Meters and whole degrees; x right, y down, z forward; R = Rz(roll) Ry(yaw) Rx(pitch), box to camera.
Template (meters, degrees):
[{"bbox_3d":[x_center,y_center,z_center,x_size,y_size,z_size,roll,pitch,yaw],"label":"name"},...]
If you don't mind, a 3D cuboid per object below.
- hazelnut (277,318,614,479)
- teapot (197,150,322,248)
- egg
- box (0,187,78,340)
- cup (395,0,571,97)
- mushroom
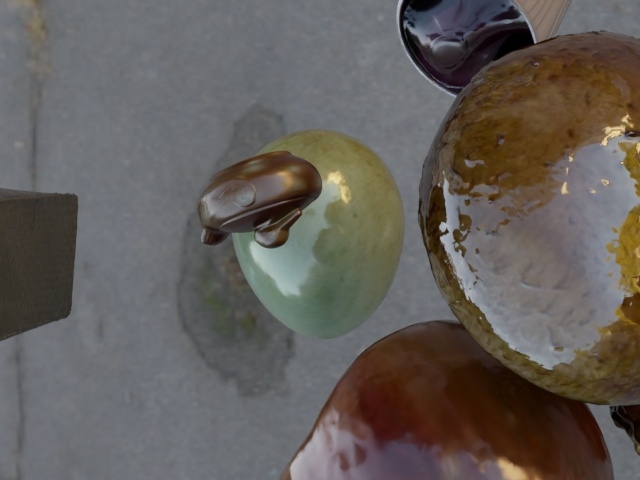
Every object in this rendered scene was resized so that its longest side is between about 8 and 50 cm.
[{"bbox_3d":[0.126,0.261,1.265,0.372,0.315,0.372,13,104,62],"label":"hazelnut"},{"bbox_3d":[-0.055,-0.028,1.184,0.129,0.098,0.078,-21,81,33],"label":"teapot"},{"bbox_3d":[0.000,0.000,1.685,0.218,0.218,0.295,33,140,46],"label":"egg"},{"bbox_3d":[-0.436,0.022,1.734,0.143,0.273,0.184,7,97,11],"label":"box"},{"bbox_3d":[0.231,-0.378,1.853,0.208,0.273,0.288,-10,127,43],"label":"cup"},{"bbox_3d":[0.245,-0.013,1.188,0.356,0.334,0.331,117,173,-79],"label":"mushroom"}]
